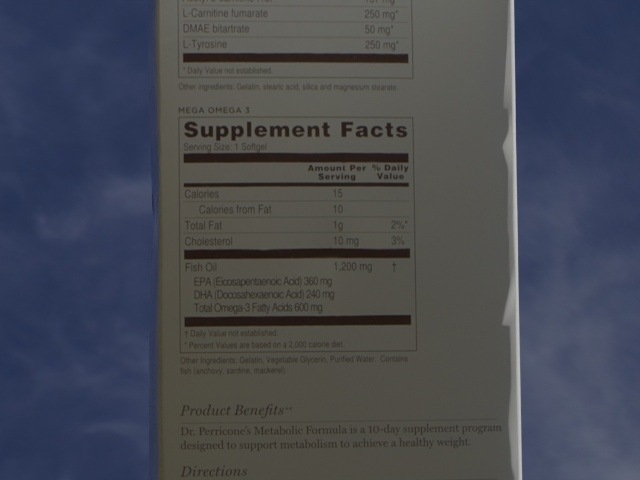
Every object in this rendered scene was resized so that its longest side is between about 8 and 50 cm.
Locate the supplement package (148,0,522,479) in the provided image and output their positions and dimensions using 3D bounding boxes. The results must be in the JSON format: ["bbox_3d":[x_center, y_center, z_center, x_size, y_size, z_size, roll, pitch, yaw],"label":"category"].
[{"bbox_3d":[0.000,0.000,0.743,0.133,0.139,0.244,0,-94,-7],"label":"supplement package"}]
